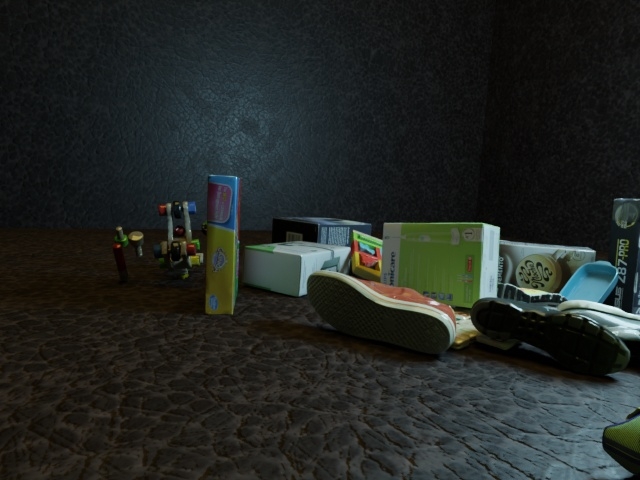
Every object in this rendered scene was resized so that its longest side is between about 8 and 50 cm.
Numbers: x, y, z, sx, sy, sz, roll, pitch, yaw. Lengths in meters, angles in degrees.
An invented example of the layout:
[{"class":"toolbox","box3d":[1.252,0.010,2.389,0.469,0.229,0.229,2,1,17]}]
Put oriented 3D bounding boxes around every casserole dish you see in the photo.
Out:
[{"class":"casserole dish","box3d":[0.712,0.135,1.190,0.037,0.188,0.114,45,-10,-19]}]

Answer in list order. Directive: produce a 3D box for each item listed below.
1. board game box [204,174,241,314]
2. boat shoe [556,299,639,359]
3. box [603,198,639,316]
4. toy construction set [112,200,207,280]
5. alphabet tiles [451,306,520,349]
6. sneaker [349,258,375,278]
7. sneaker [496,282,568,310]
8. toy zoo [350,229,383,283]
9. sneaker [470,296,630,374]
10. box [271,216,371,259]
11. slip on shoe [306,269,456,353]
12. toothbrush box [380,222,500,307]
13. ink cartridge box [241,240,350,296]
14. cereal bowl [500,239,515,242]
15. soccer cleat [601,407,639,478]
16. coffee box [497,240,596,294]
[{"class":"board game box","box3d":[-0.239,-0.001,1.112,0.064,0.316,0.242,2,7,-8]},{"class":"boat shoe","box3d":[0.618,0.203,0.843,0.320,0.116,0.099,13,53,21]},{"class":"box","box3d":[0.972,0.050,1.228,0.395,0.318,0.097,0,8,-19]},{"class":"toy construction set","box3d":[-0.467,0.047,1.376,0.309,0.237,0.257,-21,49,-32]},{"class":"alphabet tiles","box3d":[0.315,0.189,1.004,0.278,0.021,0.284,9,8,44]},{"class":"sneaker","box3d":[0.175,0.087,1.566,0.222,0.083,0.118,1,3,-36]},{"class":"sneaker","box3d":[0.521,0.160,1.163,0.209,0.081,0.094,11,1,11]},{"class":"toy zoo","box3d":[0.191,0.071,1.421,0.193,0.030,0.293,20,26,-7]},{"class":"sneaker","box3d":[0.428,0.161,0.843,0.267,0.101,0.106,20,14,32]},{"class":"box","box3d":[0.000,0.000,1.829,0.294,0.182,0.296,-1,8,-42]},{"class":"slip on shoe","box3d":[0.117,0.136,0.914,0.332,0.122,0.101,13,19,29]},{"class":"toothbrush box","box3d":[0.309,0.059,1.180,0.283,0.206,0.122,1,-3,40]},{"class":"ink cartridge box","box3d":[-0.066,0.076,1.372,0.211,0.121,0.289,7,7,31]},{"class":"cereal bowl","box3d":[0.571,0.068,1.657,0.339,0.141,0.339,2,7,0]},{"class":"soccer cleat","box3d":[0.446,0.215,0.531,0.289,0.093,0.121,-1,1,-33]},{"class":"coffee box","box3d":[0.641,0.094,1.348,0.297,0.168,0.119,5,6,19]}]
